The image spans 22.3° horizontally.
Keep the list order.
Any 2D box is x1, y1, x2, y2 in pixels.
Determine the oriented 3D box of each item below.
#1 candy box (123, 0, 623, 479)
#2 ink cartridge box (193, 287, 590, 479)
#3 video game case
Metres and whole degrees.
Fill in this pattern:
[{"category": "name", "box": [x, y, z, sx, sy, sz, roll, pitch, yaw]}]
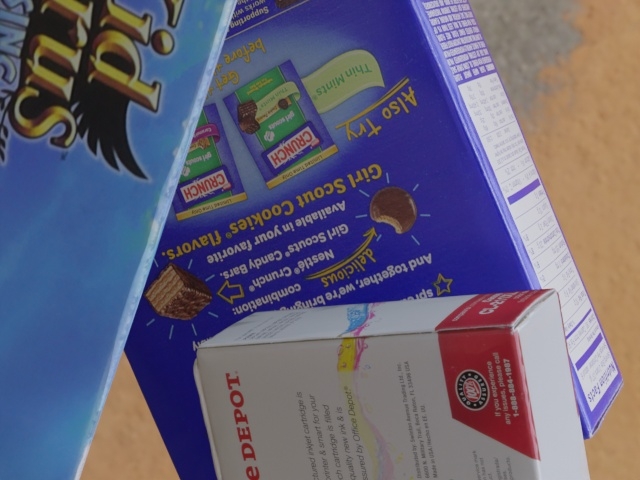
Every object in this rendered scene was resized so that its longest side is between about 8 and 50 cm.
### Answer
[{"category": "candy box", "box": [0.000, 0.000, 0.990, 0.122, 0.268, 0.317, -25, 94, -65]}, {"category": "ink cartridge box", "box": [0.037, 0.097, 0.824, 0.072, 0.175, 0.127, -32, 114, -60]}, {"category": "video game case", "box": [-0.049, -0.093, 0.446, 0.061, 0.269, 0.244, 17, 26, -9]}]
